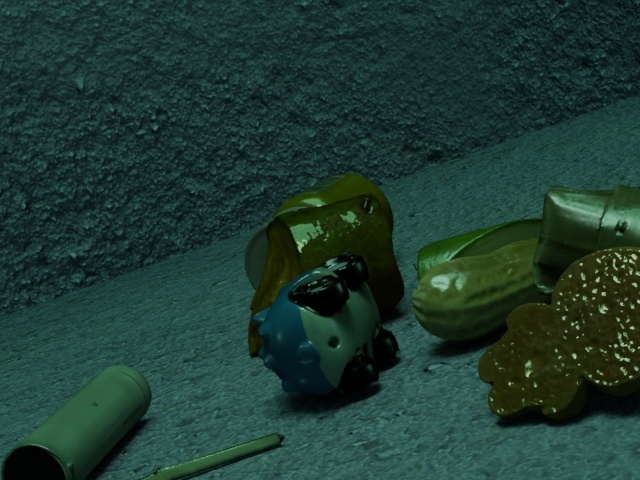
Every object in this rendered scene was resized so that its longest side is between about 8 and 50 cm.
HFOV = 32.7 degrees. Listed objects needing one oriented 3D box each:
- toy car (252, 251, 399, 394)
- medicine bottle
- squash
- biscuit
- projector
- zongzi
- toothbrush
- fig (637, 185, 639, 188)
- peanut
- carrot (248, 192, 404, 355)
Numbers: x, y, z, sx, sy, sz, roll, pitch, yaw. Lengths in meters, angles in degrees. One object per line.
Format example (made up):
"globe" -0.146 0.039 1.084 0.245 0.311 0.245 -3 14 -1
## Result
"toy car" -0.004 0.142 1.703 0.190 0.189 0.255 -19 10 24
"medicine bottle" 0.000 0.000 2.356 0.224 0.224 0.384 -12 11 25
"squash" 0.328 0.028 2.017 0.288 0.111 0.203 -12 12 17
"biscuit" 0.328 0.123 1.352 0.288 0.044 0.202 -39 42 17
"projector" -0.364 0.295 1.675 0.108 0.108 0.337 -14 10 15
"zongzi" 0.559 0.054 1.485 0.447 0.181 0.418 17 1 40
"toothbrush" -0.190 0.317 1.505 0.294 0.026 0.028 -18 -5 -3
"fig" 0.639 -0.045 1.973 0.123 0.123 0.156 -18 48 -11
"peanut" 0.283 0.073 1.759 0.305 0.147 0.147 -19 10 -22
"carrot" 0.001 0.054 2.028 0.340 0.242 0.241 -18 10 -15
